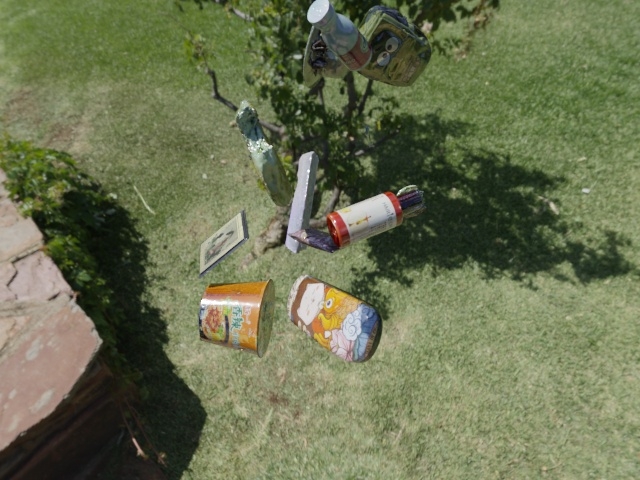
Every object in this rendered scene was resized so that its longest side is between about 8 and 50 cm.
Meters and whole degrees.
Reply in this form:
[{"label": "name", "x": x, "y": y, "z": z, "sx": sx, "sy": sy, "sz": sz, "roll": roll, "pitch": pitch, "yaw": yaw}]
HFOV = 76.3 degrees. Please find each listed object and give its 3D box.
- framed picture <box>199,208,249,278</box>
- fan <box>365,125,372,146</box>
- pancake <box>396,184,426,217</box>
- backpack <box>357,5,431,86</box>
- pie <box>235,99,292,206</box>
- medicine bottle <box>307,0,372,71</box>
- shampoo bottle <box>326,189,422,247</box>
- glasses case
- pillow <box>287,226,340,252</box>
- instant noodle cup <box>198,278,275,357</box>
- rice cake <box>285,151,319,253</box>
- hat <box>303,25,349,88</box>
[{"label": "framed picture", "x": -0.292, "y": 0.002, "z": 1.211, "sx": 0.195, "sy": 0.010, "sz": 0.199, "roll": -38, "pitch": 32, "yaw": 8}, {"label": "fan", "x": 0.201, "y": -0.423, "z": 1.675, "sx": 0.016, "sy": 0.193, "sz": 0.038, "roll": 8, "pitch": 87, "yaw": 12}, {"label": "pancake", "x": 0.330, "y": -0.141, "z": 1.503, "sx": 0.116, "sy": 0.130, "sz": 0.023, "roll": -19, "pitch": 30, "yaw": 3}, {"label": "backpack", "x": 0.222, "y": -0.604, "z": 1.292, "sx": 0.253, "sy": 0.207, "sz": 0.140, "roll": 16, "pitch": 38, "yaw": -24}, {"label": "pie", "x": -0.148, "y": -0.225, "z": 1.092, "sx": 0.066, "sy": 0.303, "sz": 0.303, "roll": -24, "pitch": 51, "yaw": 1}, {"label": "medicine bottle", "x": 0.054, "y": -0.549, "z": 1.095, "sx": 0.090, "sy": 0.216, "sz": 0.091, "roll": -9, "pitch": 74, "yaw": 33}, {"label": "shampoo bottle", "x": 0.161, "y": -0.073, "z": 1.167, "sx": 0.277, "sy": 0.104, "sz": 0.104, "roll": -22, "pitch": 52, "yaw": -12}, {"label": "glasses case", "x": 0.019, "y": 0.165, "z": 0.910, "sx": 0.320, "sy": 0.082, "sz": 0.122, "roll": 18, "pitch": 91, "yaw": 57}, {"label": "pillow", "x": 0.000, "y": 0.000, "z": 1.258, "sx": 0.184, "sy": 0.043, "sz": 0.118, "roll": 24, "pitch": 30, "yaw": 37}, {"label": "instant noodle cup", "x": -0.243, "y": 0.219, "z": 1.199, "sx": 0.182, "sy": 0.230, "sz": 0.231, "roll": 6, "pitch": 50, "yaw": 3}, {"label": "rice cake", "x": -0.066, "y": -0.141, "z": 1.519, "sx": 0.070, "sy": 0.064, "sz": 0.400, "roll": -1, "pitch": 74, "yaw": 37}, {"label": "hat", "x": 0.050, "y": -0.634, "z": 1.387, "sx": 0.129, "sy": 0.257, "sz": 0.257, "roll": 20, "pitch": 54, "yaw": 11}]
